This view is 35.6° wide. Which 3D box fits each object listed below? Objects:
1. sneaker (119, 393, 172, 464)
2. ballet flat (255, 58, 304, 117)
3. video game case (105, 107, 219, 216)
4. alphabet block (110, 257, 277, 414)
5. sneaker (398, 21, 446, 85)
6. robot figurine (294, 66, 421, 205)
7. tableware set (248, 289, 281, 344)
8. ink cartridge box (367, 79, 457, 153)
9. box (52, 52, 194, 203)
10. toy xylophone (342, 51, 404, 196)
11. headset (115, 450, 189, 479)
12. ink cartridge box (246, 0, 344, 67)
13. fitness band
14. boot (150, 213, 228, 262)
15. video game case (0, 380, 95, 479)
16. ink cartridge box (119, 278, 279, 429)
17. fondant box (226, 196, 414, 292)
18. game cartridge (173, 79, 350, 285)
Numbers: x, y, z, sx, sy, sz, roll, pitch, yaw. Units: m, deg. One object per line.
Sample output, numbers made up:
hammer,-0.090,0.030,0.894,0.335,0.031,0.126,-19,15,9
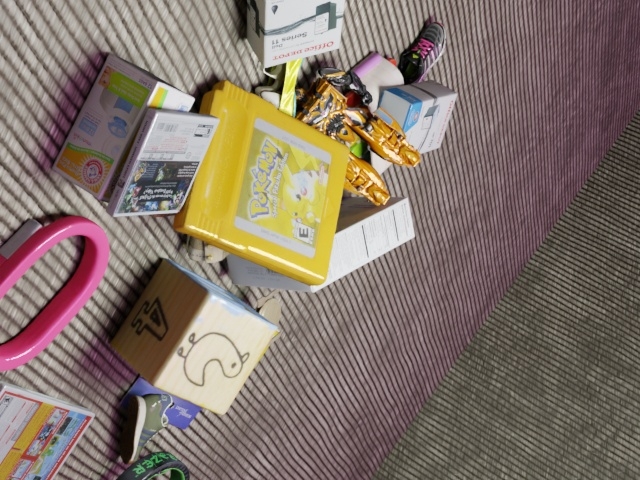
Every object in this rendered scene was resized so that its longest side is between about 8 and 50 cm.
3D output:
sneaker,-0.349,0.380,2.025,0.086,0.064,0.192,-8,134,-31
ballet flat,-0.080,-0.296,1.853,0.077,0.077,0.231,-2,118,-34
video game case,-0.242,-0.119,1.549,0.173,0.022,0.190,-65,161,14
alphabet block,-0.237,0.178,1.863,0.192,0.193,0.197,32,88,-39
sneaker,0.223,-0.414,2.239,0.170,0.063,0.075,-60,159,12
robot figurine,0.056,-0.209,1.995,0.291,0.085,0.211,38,91,-26
tableware set,-0.151,0.182,2.096,0.194,0.039,0.128,-33,130,-50
ink cartridge box,0.199,-0.260,2.152,0.191,0.082,0.139,-21,134,-48
box,-0.305,-0.165,1.543,0.203,0.114,0.103,-61,154,6
toy xylophone,0.101,-0.241,2.184,0.236,0.081,0.322,-39,147,-34
headset,-0.384,0.643,2.137,0.243,0.185,0.394,-12,128,-55
ink cartridge box,-0.041,-0.406,1.686,0.153,0.086,0.208,-18,149,-15
fitness band,-0.457,0.081,1.600,0.291,0.054,0.209,-49,152,-16
boot,-0.229,-0.042,1.824,0.262,0.095,0.203,-31,143,-47
video game case,-0.539,0.366,1.776,0.204,0.025,0.285,-57,153,-6
ink cartridge box,-0.247,0.264,2.123,0.307,0.072,0.303,-58,153,-7
fondant box,0.000,0.000,2.063,0.330,0.238,0.096,-25,110,-43
game cartridge,-0.095,-0.100,1.783,0.324,0.053,0.285,24,68,-39
